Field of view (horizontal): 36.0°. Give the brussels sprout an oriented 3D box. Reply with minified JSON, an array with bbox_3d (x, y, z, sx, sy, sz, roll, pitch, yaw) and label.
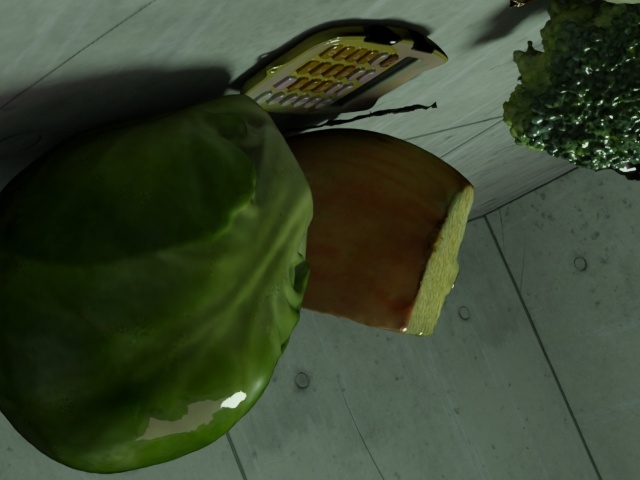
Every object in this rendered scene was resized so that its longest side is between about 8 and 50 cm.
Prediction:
[{"bbox_3d":[-0.154,0.028,0.894,0.354,0.281,0.289,-44,-165,-16],"label":"brussels sprout"}]

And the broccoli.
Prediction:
[{"bbox_3d":[0.344,-0.189,1.125,0.263,0.247,0.243,-44,-155,33],"label":"broccoli"}]

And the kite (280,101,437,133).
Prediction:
[{"bbox_3d":[0.036,-0.143,1.154,0.232,0.009,0.189,-11,-174,-13],"label":"kite"}]

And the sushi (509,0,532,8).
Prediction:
[{"bbox_3d":[0.218,-0.249,0.890,0.061,0.060,0.118,-12,167,-33],"label":"sushi"}]

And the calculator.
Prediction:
[{"bbox_3d":[0.021,-0.171,0.990,0.157,0.033,0.236,-26,170,35],"label":"calculator"}]

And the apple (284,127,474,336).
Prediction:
[{"bbox_3d":[0.000,0.000,1.144,0.314,0.309,0.252,-58,159,-44],"label":"apple"}]

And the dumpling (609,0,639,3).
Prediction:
[{"bbox_3d":[0.179,-0.231,0.684,0.252,0.131,0.179,-2,-177,-41],"label":"dumpling"}]
